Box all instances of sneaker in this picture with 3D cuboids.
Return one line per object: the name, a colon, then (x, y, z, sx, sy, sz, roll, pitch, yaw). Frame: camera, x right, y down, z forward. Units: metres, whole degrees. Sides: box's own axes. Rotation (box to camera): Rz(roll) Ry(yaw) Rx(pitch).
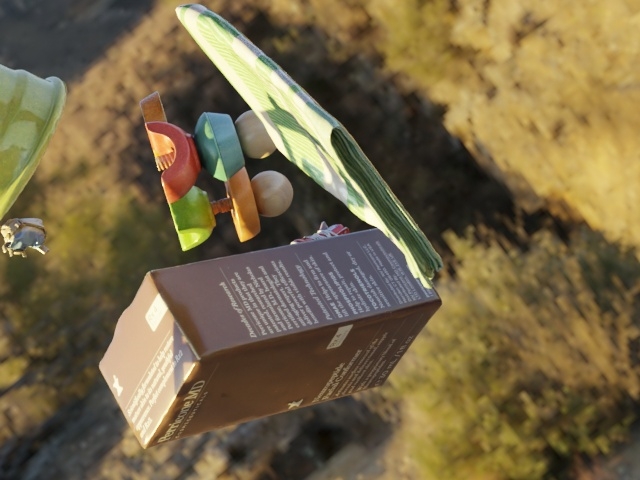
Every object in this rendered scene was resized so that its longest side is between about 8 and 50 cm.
sneaker: (0.000, 0.000, 2.161, 0.042, 0.118, 0.067, 16, 82, 28)

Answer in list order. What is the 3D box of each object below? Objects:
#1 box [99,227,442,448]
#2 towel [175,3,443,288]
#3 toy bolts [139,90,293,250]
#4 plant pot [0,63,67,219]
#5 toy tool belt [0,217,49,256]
box: (-0.057, 0.112, 1.968, 0.381, 0.143, 0.191, -10, -34, -36)
towel: (-0.013, -0.104, 1.610, 0.038, 0.248, 0.325, -41, 43, -3)
toy bolts: (-0.130, -0.118, 2.029, 0.158, 0.218, 0.228, -16, -14, -5)
plant pot: (-0.502, -0.154, 2.019, 0.276, 0.254, 0.276, -43, 27, 28)
toy tool belt: (-0.414, -0.002, 2.206, 0.083, 0.051, 0.052, -3, -31, -41)
